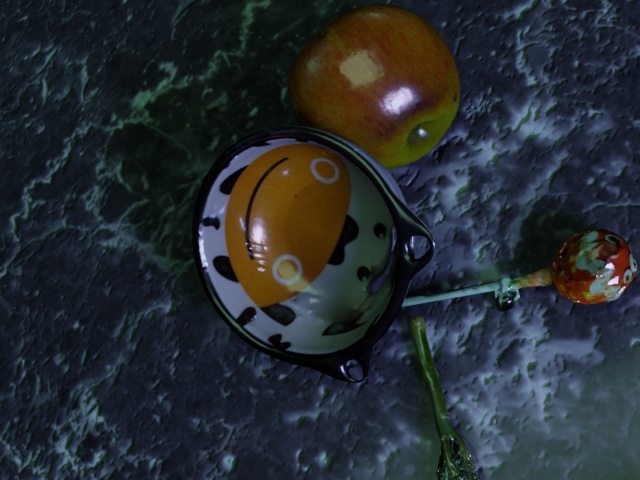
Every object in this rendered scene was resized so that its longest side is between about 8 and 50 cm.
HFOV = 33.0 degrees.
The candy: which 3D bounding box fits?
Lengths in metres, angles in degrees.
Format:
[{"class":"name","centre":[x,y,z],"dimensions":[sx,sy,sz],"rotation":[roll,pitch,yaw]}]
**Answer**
[{"class":"candy","centre":[0.206,0.048,1.203],"dimensions":[0.287,0.084,0.078],"rotation":[-12,70,25]}]

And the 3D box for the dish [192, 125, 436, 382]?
[{"class":"dish","centre":[0.000,0.000,1.239],"dimensions":[0.303,0.120,0.303],"rotation":[7,105,26]}]

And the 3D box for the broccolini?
[{"class":"broccolini","centre":[0.136,0.192,1.184],"dimensions":[0.051,0.054,0.239],"rotation":[-2,61,-17]}]

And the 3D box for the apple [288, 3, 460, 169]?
[{"class":"apple","centre":[0.067,-0.176,1.273],"dimensions":[0.196,0.196,0.196],"rotation":[-8,67,19]}]
